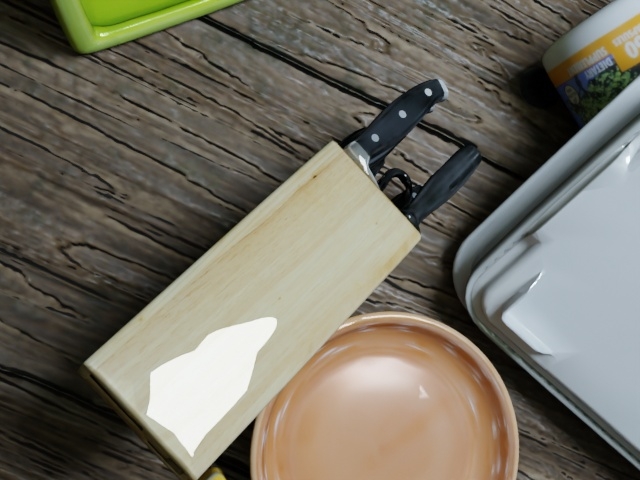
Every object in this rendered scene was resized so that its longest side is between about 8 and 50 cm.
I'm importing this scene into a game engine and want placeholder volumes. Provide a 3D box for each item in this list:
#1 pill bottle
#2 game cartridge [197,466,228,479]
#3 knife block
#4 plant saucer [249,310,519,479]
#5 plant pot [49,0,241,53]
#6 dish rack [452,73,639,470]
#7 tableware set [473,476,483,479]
[{"bbox_3d":[0.305,-0.070,0.637,0.152,0.152,0.272,-31,89,-14],"label":"pill bottle"},{"bbox_3d":[-0.111,0.367,0.550,0.323,0.052,0.285,-37,91,-11],"label":"game cartridge"},{"bbox_3d":[0.000,0.000,0.528,0.242,0.276,0.088,-43,92,16],"label":"knife block"},{"bbox_3d":[0.045,0.151,0.591,0.200,0.037,0.200,1,85,-15],"label":"plant saucer"},{"bbox_3d":[-0.116,-0.294,0.553,0.228,0.227,0.207,-25,81,-13],"label":"plant pot"},{"bbox_3d":[0.283,0.060,0.569,0.333,0.072,0.285,41,122,-2],"label":"dish rack"},{"bbox_3d":[0.152,0.270,0.628,0.168,0.020,0.141,23,78,-7],"label":"tableware set"}]
